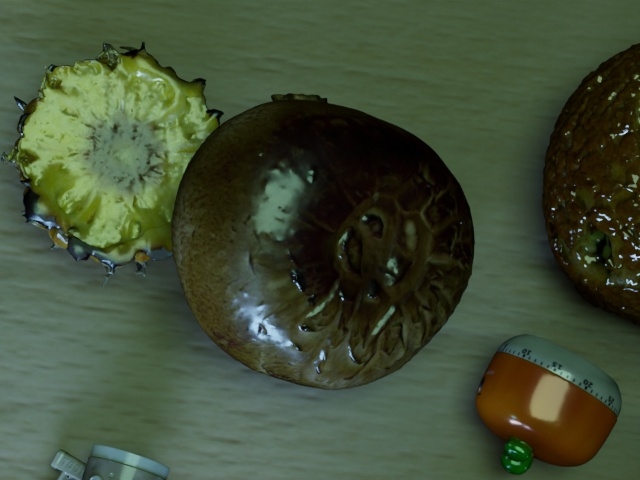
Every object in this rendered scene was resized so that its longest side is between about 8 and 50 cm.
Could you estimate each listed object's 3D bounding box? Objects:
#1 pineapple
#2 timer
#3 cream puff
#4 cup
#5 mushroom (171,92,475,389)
[{"bbox_3d":[-0.186,-0.072,1.812,0.225,0.076,0.224,3,80,-16],"label":"pineapple"},{"bbox_3d":[0.204,0.161,1.845,0.136,0.099,0.136,0,82,1],"label":"timer"},{"bbox_3d":[0.361,-0.065,1.862,0.303,0.212,0.303,4,73,-12],"label":"cream puff"},{"bbox_3d":[-0.195,0.233,1.751,0.102,0.074,0.099,19,76,-8],"label":"cup"},{"bbox_3d":[0.008,-0.007,1.778,0.297,0.163,0.278,9,76,-35],"label":"mushroom"}]
